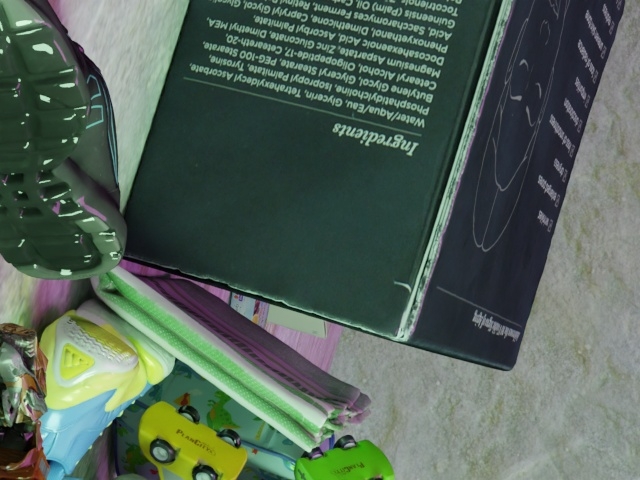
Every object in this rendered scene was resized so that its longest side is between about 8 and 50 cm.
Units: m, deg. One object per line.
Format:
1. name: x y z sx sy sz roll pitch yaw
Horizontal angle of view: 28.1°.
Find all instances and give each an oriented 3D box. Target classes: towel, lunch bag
1. towel: -0.072 0.096 1.154 0.038 0.248 0.325 -57 171 1
2. lunch bag: -0.100 0.215 1.282 0.090 0.219 0.176 -57 159 -45

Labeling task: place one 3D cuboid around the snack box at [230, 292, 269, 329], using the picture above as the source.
1. snack box: -0.094 0.083 1.725 0.100 0.037 0.141 -64 168 -57

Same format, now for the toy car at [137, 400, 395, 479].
1. toy car: -0.029 0.229 1.122 0.225 0.239 0.053 -8 138 -42

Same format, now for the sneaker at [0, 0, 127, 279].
1. sneaker: -0.171 -0.077 0.730 0.267 0.101 0.106 91 -5 -61

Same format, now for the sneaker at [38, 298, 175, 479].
1. sneaker: -0.192 0.118 1.012 0.126 0.091 0.240 -55 172 0

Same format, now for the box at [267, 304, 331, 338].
1. box: 0.000 0.000 1.952 0.094 0.113 0.275 88 18 -65

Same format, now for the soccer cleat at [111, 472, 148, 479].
1. soccer cleat: -0.205 0.293 1.297 0.076 0.068 0.196 -71 -179 -54

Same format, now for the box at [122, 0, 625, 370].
1. box: 0.085 -0.141 1.276 0.480 0.297 0.472 26 79 -69

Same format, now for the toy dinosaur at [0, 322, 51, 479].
1. toy dinosaur: -0.219 0.219 0.769 0.218 0.164 0.322 -133 -144 -80

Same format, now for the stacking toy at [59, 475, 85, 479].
1. stacking toy: -0.165 0.338 0.935 0.130 0.279 0.309 47 60 -62
